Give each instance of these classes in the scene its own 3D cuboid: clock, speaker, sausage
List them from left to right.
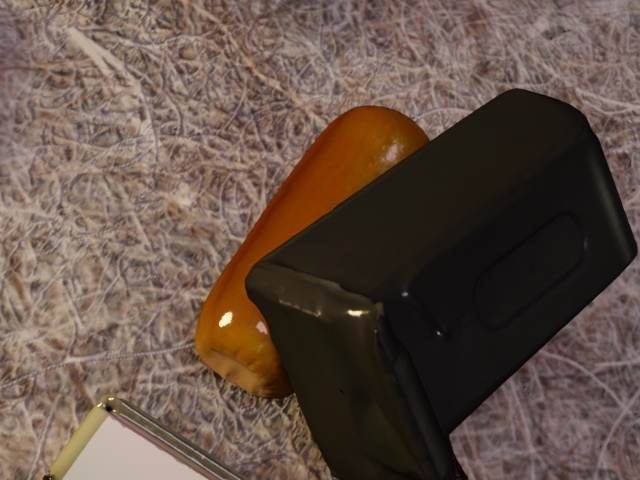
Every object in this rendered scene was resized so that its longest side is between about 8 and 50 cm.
[{"bbox_3d":[-0.087,0.191,0.671,0.192,0.147,0.071,32,69,0],"label":"clock"},{"bbox_3d":[0.001,0.000,0.798,0.105,0.105,0.274,33,64,0],"label":"sausage"},{"bbox_3d":[0.122,0.028,0.712,0.388,0.184,0.180,-35,109,-36],"label":"speaker"}]

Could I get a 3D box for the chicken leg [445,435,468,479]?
[{"bbox_3d":[0.093,0.129,0.811,0.062,0.037,0.145,15,63,-24],"label":"chicken leg"}]
